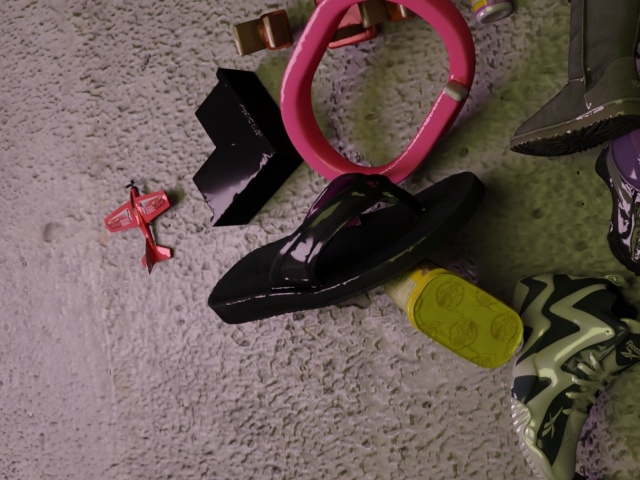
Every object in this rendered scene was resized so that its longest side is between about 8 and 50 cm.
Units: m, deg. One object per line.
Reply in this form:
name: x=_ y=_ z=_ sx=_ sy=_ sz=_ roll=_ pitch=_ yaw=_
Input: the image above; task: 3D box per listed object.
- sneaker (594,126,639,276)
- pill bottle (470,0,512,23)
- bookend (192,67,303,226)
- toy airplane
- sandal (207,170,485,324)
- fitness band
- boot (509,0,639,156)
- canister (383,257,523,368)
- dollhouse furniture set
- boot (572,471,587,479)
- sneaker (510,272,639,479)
sneaker: x=0.368 y=0.015 z=1.051 sx=0.124 sy=0.107 sz=0.283 roll=-24 pitch=73 yaw=51
pill bottle: x=0.190 y=-0.298 z=1.182 sx=0.043 sy=0.043 sz=0.083 roll=-24 pitch=79 yaw=36
bookend: x=-0.121 y=-0.127 z=1.413 sx=0.157 sy=0.072 sz=0.156 roll=-47 pitch=65 yaw=30
toy airplane: x=-0.269 y=-0.021 z=1.561 sx=0.151 sy=0.028 sz=0.151 roll=4 pitch=96 yaw=38
sandal: x=-0.002 y=0.002 z=1.246 sx=0.446 sy=0.167 sz=0.107 roll=-21 pitch=116 yaw=41
fitness band: x=0.061 y=-0.184 z=1.215 sx=0.209 sy=0.054 sz=0.291 roll=37 pitch=133 yaw=6
boot: x=0.277 y=-0.206 z=1.086 sx=0.190 sy=0.076 sz=0.208 roll=-17 pitch=70 yaw=49
canister: x=0.143 y=0.073 z=1.147 sx=0.126 sy=0.170 sz=0.073 roll=31 pitch=93 yaw=-12
dollhouse furniture set: x=0.007 y=-0.373 z=1.278 sx=0.262 sy=0.135 sz=0.259 roll=-5 pitch=107 yaw=38
boot: x=0.313 y=0.475 z=1.090 sx=0.284 sy=0.138 sz=0.377 roll=25 pitch=100 yaw=34
sneaker: x=0.292 y=0.141 z=1.086 sx=0.153 sy=0.094 sz=0.235 roll=-13 pitch=59 yaw=36
